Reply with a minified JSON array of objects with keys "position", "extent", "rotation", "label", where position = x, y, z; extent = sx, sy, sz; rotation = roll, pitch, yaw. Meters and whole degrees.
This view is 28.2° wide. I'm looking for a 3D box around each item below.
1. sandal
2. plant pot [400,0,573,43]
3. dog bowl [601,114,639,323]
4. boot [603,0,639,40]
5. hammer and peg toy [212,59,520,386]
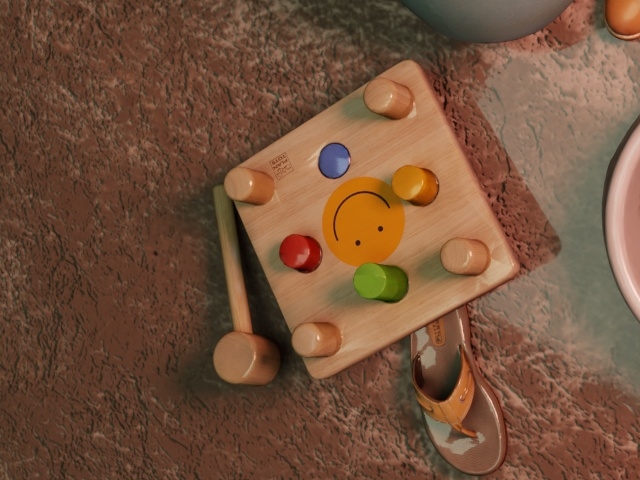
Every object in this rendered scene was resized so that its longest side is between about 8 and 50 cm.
[{"position":[0.137,0.146,1.355],"extent":[0.090,0.060,0.219],"rotation":[-11,91,24],"label":"sandal"},{"position":[0.158,-0.304,1.207],"extent":[0.290,0.290,0.195],"rotation":[10,134,22],"label":"plant pot"},{"position":[0.428,-0.019,1.191],"extent":[0.349,0.102,0.349],"rotation":[3,97,22],"label":"dog bowl"},{"position":[0.310,-0.282,1.185],"extent":[0.073,0.152,0.197],"rotation":[30,106,17],"label":"boot"},{"position":[0.000,0.000,1.341],"extent":[0.361,0.127,0.266],"rotation":[-30,74,22],"label":"hammer and peg toy"}]
